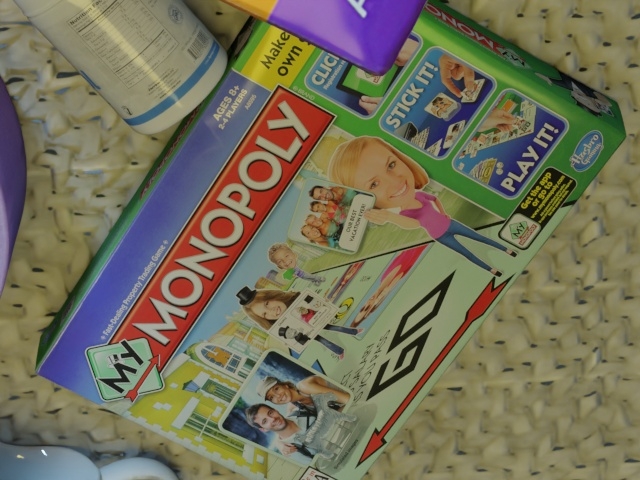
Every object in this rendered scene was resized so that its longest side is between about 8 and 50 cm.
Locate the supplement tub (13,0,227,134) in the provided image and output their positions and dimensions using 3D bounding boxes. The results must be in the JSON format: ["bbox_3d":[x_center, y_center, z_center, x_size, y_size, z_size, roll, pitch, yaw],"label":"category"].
[{"bbox_3d":[-0.109,-0.117,1.072,0.071,0.071,0.107,-36,113,17],"label":"supplement tub"}]

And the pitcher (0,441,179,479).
[{"bbox_3d":[-0.185,0.226,1.244,0.178,0.125,0.207,7,108,-22],"label":"pitcher"}]

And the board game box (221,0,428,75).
[{"bbox_3d":[-0.070,-0.331,0.733,0.356,0.356,0.356,25,104,-14],"label":"board game box"}]

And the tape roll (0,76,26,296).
[{"bbox_3d":[-0.309,-0.027,1.109,0.275,0.090,0.274,0,118,0],"label":"tape roll"}]

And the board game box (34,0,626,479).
[{"bbox_3d":[0.000,0.000,1.153,0.213,0.046,0.317,28,115,-16],"label":"board game box"}]
